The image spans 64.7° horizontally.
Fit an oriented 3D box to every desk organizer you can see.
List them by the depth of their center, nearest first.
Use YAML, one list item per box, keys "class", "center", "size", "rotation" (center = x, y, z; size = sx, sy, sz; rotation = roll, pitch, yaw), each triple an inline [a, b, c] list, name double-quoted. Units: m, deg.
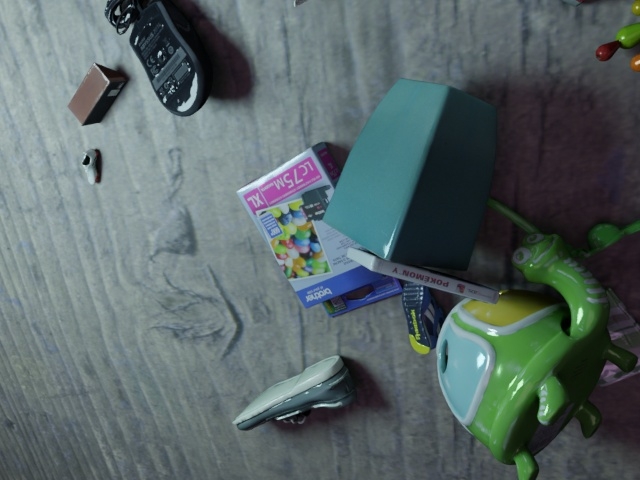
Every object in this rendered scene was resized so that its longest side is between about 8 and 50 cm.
- class: "desk organizer"
  center: [-0.444, -0.290, 1.001]
  size: [0.130, 0.047, 0.050]
  rotation: [-38, 91, 32]

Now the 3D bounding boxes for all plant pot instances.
- class: "plant pot"
  center: [0.143, -0.099, 0.727]
  size: [0.166, 0.166, 0.234]
  rotation: [35, 112, 51]

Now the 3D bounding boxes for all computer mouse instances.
- class: "computer mouse"
  center: [-0.259, -0.346, 0.887]
  size: [0.189, 0.072, 0.272]
  rotation: [-28, 87, 33]

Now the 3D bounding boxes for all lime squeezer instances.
- class: "lime squeezer"
  center: [0.392, -0.024, 0.752]
  size: [0.311, 0.059, 0.109]
  rotation: [0, 82, 26]

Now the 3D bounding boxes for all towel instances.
- class: "towel"
  center: [0.455, 0.158, 0.811]
  size: [0.113, 0.023, 0.152]
  rotation: [-37, 94, 31]

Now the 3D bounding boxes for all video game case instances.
- class: "video game case"
  center: [0.143, 0.049, 0.769]
  size: [0.184, 0.201, 0.023]
  rotation: [16, 91, -7]

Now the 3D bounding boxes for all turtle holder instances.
- class: "turtle holder"
  center: [0.294, 0.173, 0.757]
  size: [0.227, 0.243, 0.320]
  rotation: [40, 158, 44]

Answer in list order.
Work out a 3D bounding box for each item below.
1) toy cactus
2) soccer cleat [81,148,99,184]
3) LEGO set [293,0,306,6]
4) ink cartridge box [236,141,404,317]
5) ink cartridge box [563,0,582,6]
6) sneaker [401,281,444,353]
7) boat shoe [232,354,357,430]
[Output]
- class: "toy cactus"
  center: [0.433, -0.284, 0.564]
  size: [0.181, 0.219, 0.112]
  rotation: [-27, 82, -9]
- class: "soccer cleat"
  center: [-0.498, -0.158, 1.088]
  size: [0.029, 0.035, 0.083]
  rotation: [24, 119, 13]
- class: "LEGO set"
  center: [-0.017, -0.452, 0.691]
  size: [0.244, 0.060, 0.182]
  rotation: [60, 153, -10]
- class: "ink cartridge box"
  center: [0.000, 0.000, 0.924]
  size: [0.186, 0.065, 0.311]
  rotation: [-25, 102, 31]
- class: "ink cartridge box"
  center: [0.207, -0.387, 0.573]
  size: [0.283, 0.207, 0.117]
  rotation: [32, 120, 8]
- class: "sneaker"
  center: [0.186, 0.126, 0.904]
  size: [0.053, 0.059, 0.144]
  rotation: [-3, 95, 56]
- class: "boat shoe"
  center: [-0.060, 0.352, 1.072]
  size: [0.320, 0.116, 0.099]
  rotation: [-34, 92, 26]
